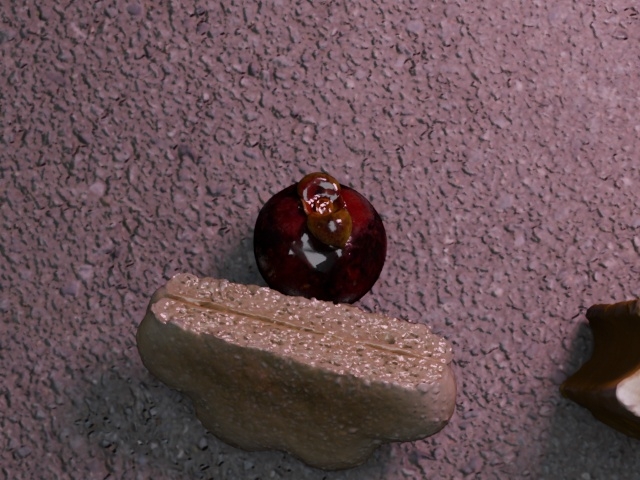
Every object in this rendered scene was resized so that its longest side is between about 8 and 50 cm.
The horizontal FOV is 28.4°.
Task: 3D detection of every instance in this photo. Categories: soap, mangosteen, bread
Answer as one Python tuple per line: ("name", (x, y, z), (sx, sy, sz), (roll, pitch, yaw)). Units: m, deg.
("soap", (0.392, 0.151, 1.258), (0.259, 0.281, 0.143), (22, 84, 5))
("mangosteen", (0.000, 0.000, 1.362), (0.152, 0.152, 0.153), (0, 80, 2))
("bread", (-0.029, 0.153, 1.327), (0.337, 0.102, 0.183), (13, 123, 5))
